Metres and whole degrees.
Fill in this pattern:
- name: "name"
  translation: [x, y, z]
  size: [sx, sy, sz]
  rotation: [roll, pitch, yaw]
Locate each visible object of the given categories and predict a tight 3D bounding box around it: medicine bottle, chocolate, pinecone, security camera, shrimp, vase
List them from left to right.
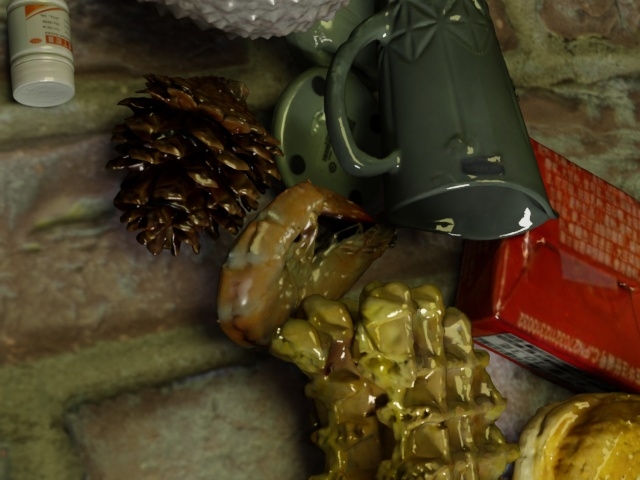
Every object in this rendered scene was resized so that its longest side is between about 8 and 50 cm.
- name: "medicine bottle"
  translation: [-0.251, -0.171, 1.020]
  size: [0.057, 0.057, 0.089]
  rotation: [4, 69, -33]
- name: "pinecone"
  translation: [-0.116, -0.067, 1.017]
  size: [0.173, 0.173, 0.174]
  rotation: [13, 64, -30]
- name: "shrimp"
  translation: [0.000, 0.000, 1.088]
  size: [0.287, 0.063, 0.152]
  rotation: [-34, 131, -43]
- name: "security camera"
  translation: [0.014, -0.166, 1.191]
  size: [0.157, 0.080, 0.302]
  rotation: [28, 68, -40]
- name: "vase"
  translation: [0.111, -0.156, 1.121]
  size: [0.251, 0.156, 0.301]
  rotation: [-1, 76, -29]
- name: "chocolate"
  translation: [0.265, 0.039, 1.259]
  size: [0.237, 0.108, 0.235]
  rotation: [27, 58, -25]

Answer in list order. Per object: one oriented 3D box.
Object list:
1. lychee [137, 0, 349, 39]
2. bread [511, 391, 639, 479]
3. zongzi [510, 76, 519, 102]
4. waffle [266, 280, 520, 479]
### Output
- name: "lychee"
  translation: [-0.087, -0.318, 1.047]
  size: [0.300, 0.300, 0.300]
  rotation: [13, 64, -30]
- name: "bread"
  translation: [0.305, 0.256, 1.174]
  size: [0.236, 0.120, 0.198]
  rotation: [8, 85, -30]
- name: "zongzi"
  translation: [0.183, -0.138, 1.311]
  size: [0.109, 0.055, 0.119]
  rotation: [7, 79, -34]
- name: "waffle"
  translation: [0.054, 0.207, 0.999]
  size: [0.261, 0.151, 0.324]
  rotation: [34, 59, -42]
